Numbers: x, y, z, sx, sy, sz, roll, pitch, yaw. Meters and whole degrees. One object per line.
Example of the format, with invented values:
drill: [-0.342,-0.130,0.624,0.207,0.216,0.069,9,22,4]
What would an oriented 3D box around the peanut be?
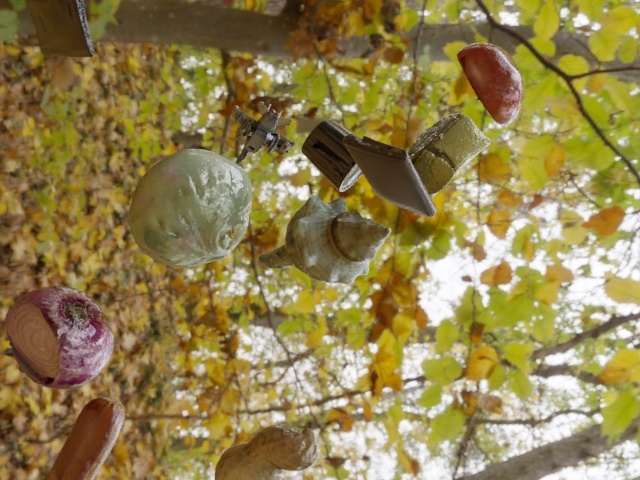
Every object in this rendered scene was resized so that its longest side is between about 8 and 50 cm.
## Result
peanut: [-0.099,0.396,1.219,0.228,0.086,0.104,-35,-103,20]

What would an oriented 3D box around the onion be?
onion: [-0.509,0.189,1.353,0.207,0.200,0.200,26,-55,30]

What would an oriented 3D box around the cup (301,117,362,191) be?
cup: [0.060,-0.269,2.121,0.177,0.239,0.166,41,-79,11]

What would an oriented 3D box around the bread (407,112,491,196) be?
bread: [0.298,-0.211,1.681,0.124,0.257,0.186,47,-28,-8]

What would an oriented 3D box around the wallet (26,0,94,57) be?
wallet: [-0.500,-0.411,1.286,0.244,0.025,0.124,18,-56,46]

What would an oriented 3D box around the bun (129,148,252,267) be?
bun: [-0.261,-0.049,1.441,0.179,0.283,0.283,43,-44,43]

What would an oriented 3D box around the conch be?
conch: [-0.004,-0.011,1.398,0.386,0.203,0.169,7,-49,41]

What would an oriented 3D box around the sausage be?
sausage: [-0.483,0.447,1.346,0.089,0.083,0.300,31,-88,23]

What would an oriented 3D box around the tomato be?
tomato: [0.345,-0.310,1.301,0.082,0.166,0.174,-32,-102,27]

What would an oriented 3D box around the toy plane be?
toy plane: [-0.181,-0.271,1.850,0.262,0.192,0.088,-48,-162,39]

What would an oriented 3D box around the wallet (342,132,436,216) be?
wallet: [0.155,-0.147,1.494,0.182,0.049,0.229,26,-15,37]
